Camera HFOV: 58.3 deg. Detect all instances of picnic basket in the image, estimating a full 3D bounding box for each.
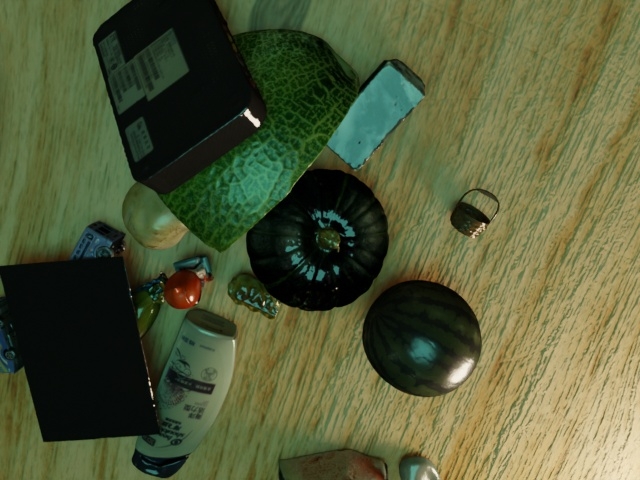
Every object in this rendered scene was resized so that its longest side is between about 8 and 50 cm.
[{"bbox_3d":[0.277,-0.053,1.023,0.072,0.072,0.083,25,119,-7],"label":"picnic basket"}]

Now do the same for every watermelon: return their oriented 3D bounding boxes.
[{"bbox_3d":[0.183,0.175,1.029,0.212,0.212,0.212,0,108,1],"label":"watermelon"},{"bbox_3d":[0.042,0.536,1.203,0.289,0.214,0.320,28,152,25],"label":"watermelon"}]

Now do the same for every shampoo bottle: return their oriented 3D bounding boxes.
[{"bbox_3d":[-0.265,0.318,1.150,0.134,0.078,0.360,21,107,-9],"label":"shampoo bottle"}]

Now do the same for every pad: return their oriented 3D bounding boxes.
[{"bbox_3d":[-0.448,0.212,1.075,0.247,0.007,0.368,-5,105,8],"label":"pad"}]

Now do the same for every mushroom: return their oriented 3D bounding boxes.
[{"bbox_3d":[-0.279,-0.053,1.014,0.148,0.112,0.148,-9,66,22],"label":"mushroom"}]

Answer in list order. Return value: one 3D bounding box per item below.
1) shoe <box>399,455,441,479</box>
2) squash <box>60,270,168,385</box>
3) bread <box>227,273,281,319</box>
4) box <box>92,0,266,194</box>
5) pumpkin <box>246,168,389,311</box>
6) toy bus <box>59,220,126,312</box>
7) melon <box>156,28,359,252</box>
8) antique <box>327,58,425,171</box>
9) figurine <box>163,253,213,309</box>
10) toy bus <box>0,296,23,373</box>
[{"bbox_3d":[0.228,0.549,1.214,0.079,0.078,0.195,-21,110,8],"label":"shoe"},{"bbox_3d":[-0.396,0.183,1.109,0.331,0.087,0.087,-43,102,12],"label":"squash"},{"bbox_3d":[-0.124,0.103,1.090,0.110,0.060,0.066,27,136,-6],"label":"bread"},{"bbox_3d":[-0.222,-0.254,0.863,0.211,0.058,0.350,-34,59,12],"label":"box"},{"bbox_3d":[0.000,0.000,0.977,0.249,0.216,0.250,1,87,-13],"label":"pumpkin"},{"bbox_3d":[-0.433,0.050,1.072,0.076,0.073,0.167,32,102,-6],"label":"toy bus"},{"bbox_3d":[-0.112,-0.195,0.939,0.343,0.226,0.331,-45,59,15],"label":"melon"},{"bbox_3d":[0.089,-0.216,0.967,0.086,0.088,0.183,40,103,-11],"label":"antique"},{"bbox_3d":[-0.239,0.073,1.039,0.068,0.140,0.075,-11,108,7],"label":"figurine"},{"bbox_3d":[-0.626,0.187,1.132,0.061,0.051,0.153,-6,108,9],"label":"toy bus"}]
